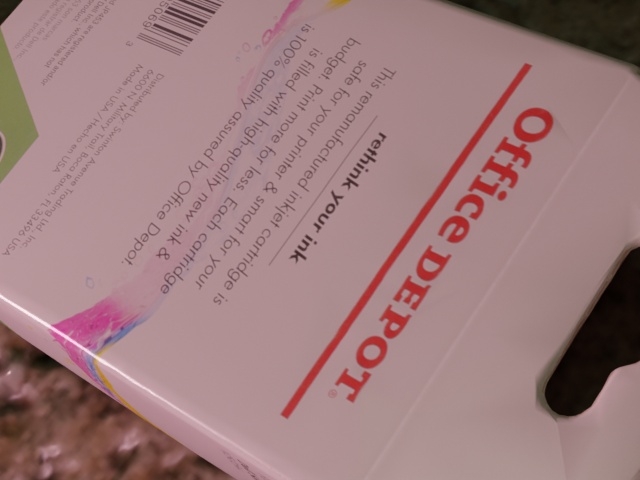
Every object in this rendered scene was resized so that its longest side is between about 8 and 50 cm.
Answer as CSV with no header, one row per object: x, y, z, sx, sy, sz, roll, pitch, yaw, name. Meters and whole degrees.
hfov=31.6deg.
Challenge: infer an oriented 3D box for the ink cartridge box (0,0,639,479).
0.000,0.000,0.485,0.353,0.119,0.207,27,72,29,ink cartridge box
